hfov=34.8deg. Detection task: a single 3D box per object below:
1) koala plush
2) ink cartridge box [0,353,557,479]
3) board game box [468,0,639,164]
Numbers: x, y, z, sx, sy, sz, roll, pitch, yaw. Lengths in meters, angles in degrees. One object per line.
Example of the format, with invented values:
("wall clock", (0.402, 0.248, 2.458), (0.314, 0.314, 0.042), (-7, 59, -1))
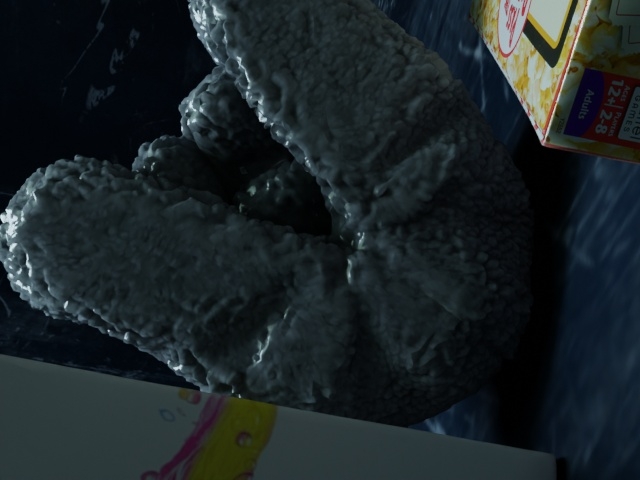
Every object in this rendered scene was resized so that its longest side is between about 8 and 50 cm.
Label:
("koala plush", (0.000, 0.000, 0.499), (0.196, 0.203, 0.221), (-53, -8, -3))
("ink cartridge box", (-0.074, 0.172, 0.384), (0.198, 0.270, 0.197), (114, 166, -63))
("board game box", (0.103, -0.141, 0.329), (0.146, 0.045, 0.193), (-93, 15, -62))
